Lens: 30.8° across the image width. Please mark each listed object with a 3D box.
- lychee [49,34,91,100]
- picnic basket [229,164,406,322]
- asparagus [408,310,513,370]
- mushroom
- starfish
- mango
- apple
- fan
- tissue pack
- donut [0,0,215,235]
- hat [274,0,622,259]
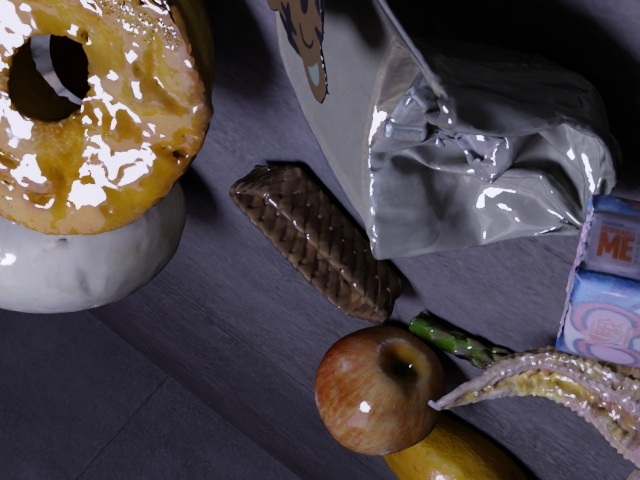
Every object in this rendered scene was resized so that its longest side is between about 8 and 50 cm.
[{"bbox_3d":[-0.196,-0.174,1.038,0.114,0.101,0.140,39,-174,14],"label":"lychee"},{"bbox_3d":[0.000,0.000,1.144,0.193,0.055,0.110,49,161,-22],"label":"picnic basket"},{"bbox_3d":[0.151,0.108,1.126,0.165,0.030,0.036,24,146,46],"label":"asparagus"},{"bbox_3d":[-0.308,-0.041,1.331,0.315,0.315,0.356,42,164,-2],"label":"mushroom"},{"bbox_3d":[0.244,0.213,0.864,0.398,0.132,0.383,31,118,55],"label":"starfish"},{"bbox_3d":[0.154,0.271,1.410,0.227,0.109,0.147,35,-173,18],"label":"mango"},{"bbox_3d":[0.066,0.162,1.264,0.146,0.146,0.131,42,144,-3],"label":"apple"},{"bbox_3d":[-0.019,-0.197,0.655,0.226,0.008,0.152,90,163,-48],"label":"fan"},{"bbox_3d":[0.216,0.034,0.645,0.155,0.065,0.115,13,156,11],"label":"tissue pack"},{"bbox_3d":[-0.203,-0.146,0.939,0.278,0.108,0.277,8,122,12],"label":"donut"},{"bbox_3d":[0.071,-0.106,0.699,0.214,0.149,0.244,115,143,-70],"label":"hat"}]
